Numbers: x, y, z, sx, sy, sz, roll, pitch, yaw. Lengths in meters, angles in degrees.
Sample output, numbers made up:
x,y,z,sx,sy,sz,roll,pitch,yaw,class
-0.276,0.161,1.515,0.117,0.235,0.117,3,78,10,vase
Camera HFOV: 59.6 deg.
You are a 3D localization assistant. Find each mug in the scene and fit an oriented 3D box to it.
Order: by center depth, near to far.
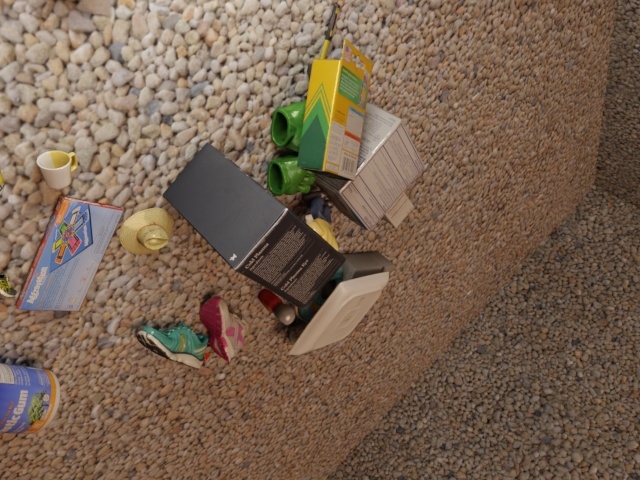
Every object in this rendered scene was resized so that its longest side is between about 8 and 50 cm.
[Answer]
x,y,z,sx,sy,sz,roll,pitch,yaw,class
-0.527,-0.140,1.133,0.078,0.062,0.064,-19,141,-28,mug

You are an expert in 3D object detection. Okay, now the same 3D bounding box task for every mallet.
x,y,z,sx,sy,sz,roll,pitch,yaw,class
0.010,-0.506,1.429,0.062,0.039,0.189,-16,127,-44,mallet

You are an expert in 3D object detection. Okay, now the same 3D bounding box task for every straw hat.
x,y,z,sx,sy,sz,roll,pitch,yaw,class
-0.411,-0.007,1.371,0.145,0.061,0.144,-28,137,-29,straw hat

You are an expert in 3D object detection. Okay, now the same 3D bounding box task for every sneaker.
x,y,z,sx,sy,sz,roll,pitch,yaw,class
-0.677,0.092,1.190,0.035,0.031,0.083,-46,144,-9,sneaker
-0.421,0.286,1.607,0.109,0.107,0.275,-67,151,-13,sneaker
-0.288,0.253,1.710,0.111,0.103,0.252,-40,144,-34,sneaker

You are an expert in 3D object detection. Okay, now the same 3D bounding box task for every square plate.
x,y,z,sx,sy,sz,roll,pitch,yaw,class
0.081,0.263,1.972,0.347,0.049,0.344,-6,137,-56,square plate

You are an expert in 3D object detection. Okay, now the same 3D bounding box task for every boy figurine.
x,y,z,sx,sy,sz,roll,pitch,yaw,class
0.000,0.000,1.657,0.177,0.092,0.284,45,39,-56,boy figurine

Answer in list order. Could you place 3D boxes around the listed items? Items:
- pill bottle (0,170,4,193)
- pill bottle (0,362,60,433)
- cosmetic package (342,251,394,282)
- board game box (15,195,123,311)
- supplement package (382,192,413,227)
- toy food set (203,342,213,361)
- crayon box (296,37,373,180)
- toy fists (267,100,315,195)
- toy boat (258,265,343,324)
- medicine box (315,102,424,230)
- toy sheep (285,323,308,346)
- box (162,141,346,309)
x,y,z,sx,sy,sz,roll,pitch,yaw,class
-0.626,-0.158,0.969,0.103,0.103,0.184,-24,136,-33,pill bottle
-0.741,0.348,1.239,0.152,0.152,0.272,-55,145,4,pill bottle
0.149,0.120,2.061,0.238,0.107,0.127,-7,129,-48,cosmetic package
-0.568,0.037,1.267,0.145,0.027,0.281,11,112,-53,board game box
0.227,-0.140,1.918,0.105,0.105,0.179,-50,144,-2,supplement package
-0.373,0.354,1.759,0.082,0.020,0.083,-55,144,4,toy food set
0.042,-0.328,1.442,0.203,0.083,0.322,5,96,-64,crayon box
-0.057,-0.246,1.525,0.142,0.096,0.279,-25,135,-38,toy fists
-0.047,0.191,1.866,0.318,0.148,0.267,-15,131,-40,toy boat
0.149,-0.221,1.725,0.289,0.149,0.263,-49,144,-3,medicine box
-0.073,0.346,2.027,0.091,0.091,0.132,-15,149,-40,toy sheep
-0.159,-0.031,1.385,0.179,0.343,0.312,-50,145,0,box
